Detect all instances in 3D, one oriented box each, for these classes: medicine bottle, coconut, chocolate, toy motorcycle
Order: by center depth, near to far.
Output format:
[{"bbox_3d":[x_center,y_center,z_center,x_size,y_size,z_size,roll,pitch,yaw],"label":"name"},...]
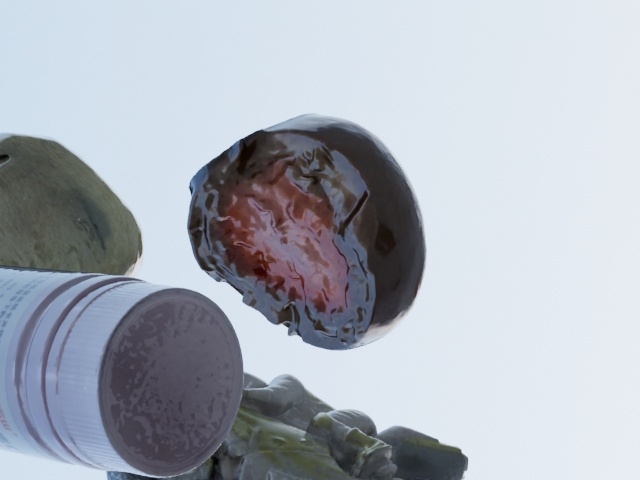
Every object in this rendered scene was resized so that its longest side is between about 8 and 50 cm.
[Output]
[{"bbox_3d":[0.000,0.000,1.094,0.127,0.124,0.133,-24,-100,-22],"label":"chocolate"},{"bbox_3d":[-0.178,0.084,1.315,0.133,0.250,0.133,-3,-85,-45],"label":"medicine bottle"},{"bbox_3d":[-0.023,0.190,1.655,0.341,0.107,0.223,13,-156,-16],"label":"toy motorcycle"},{"bbox_3d":[-0.270,0.000,1.683,0.224,0.224,0.224,37,-137,-45],"label":"coconut"}]
